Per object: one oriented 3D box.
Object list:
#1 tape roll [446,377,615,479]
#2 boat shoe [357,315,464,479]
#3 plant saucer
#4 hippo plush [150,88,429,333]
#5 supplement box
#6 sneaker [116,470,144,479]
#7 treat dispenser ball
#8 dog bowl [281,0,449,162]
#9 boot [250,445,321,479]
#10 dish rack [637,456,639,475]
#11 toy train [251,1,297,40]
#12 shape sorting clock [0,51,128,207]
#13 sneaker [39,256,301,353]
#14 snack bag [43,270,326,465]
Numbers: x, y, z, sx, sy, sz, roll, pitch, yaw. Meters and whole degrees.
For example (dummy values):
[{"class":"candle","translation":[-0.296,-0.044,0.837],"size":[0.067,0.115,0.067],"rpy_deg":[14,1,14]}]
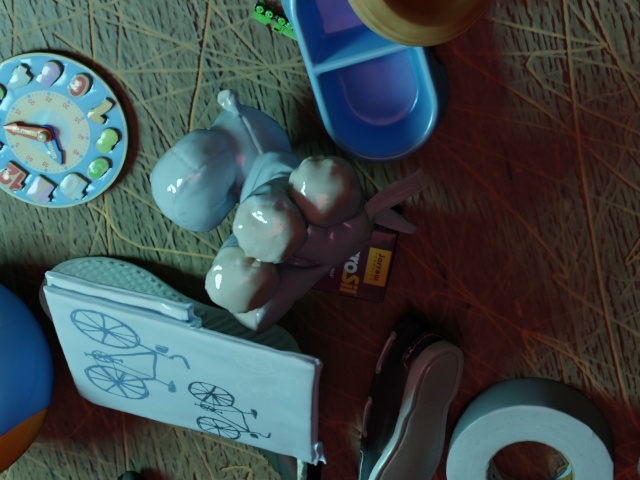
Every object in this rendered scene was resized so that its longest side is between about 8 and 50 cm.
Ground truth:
[{"class":"tape roll","translation":[0.276,0.291,2.028],"size":[0.219,0.072,0.219],"rpy_deg":[4,116,8]},{"class":"boat shoe","translation":[0.105,0.237,2.023],"size":[0.114,0.091,0.302],"rpy_deg":[-4,125,-39]},{"class":"plant saucer","translation":[0.117,-0.316,1.717],"size":[0.200,0.037,0.200],"rpy_deg":[-3,98,-23]},{"class":"hippo plush","translation":[-0.061,-0.072,1.754],"size":[0.236,0.294,0.234],"rpy_deg":[47,157,21]},{"class":"supplement box","translation":[0.000,0.000,1.926],"size":[0.188,0.081,0.104],"rpy_deg":[12,117,3]},{"class":"sneaker","translation":[-0.287,0.430,2.181],"size":[0.130,0.087,0.227],"rpy_deg":[-5,120,5]},{"class":"treat dispenser ball","translation":[-0.488,0.177,1.978],"size":[0.288,0.288,0.288],"rpy_deg":[4,116,8]},{"class":"dog bowl","translation":[0.053,-0.224,1.800],"size":[0.166,0.074,0.297],"rpy_deg":[-15,113,8]},{"class":"boot","translation":[-0.074,0.281,2.089],"size":[0.137,0.077,0.198],"rpy_deg":[0,103,14]},{"class":"dish rack","translation":[0.545,0.216,1.946],"size":[0.208,0.074,0.271],"rpy_deg":[22,117,-2]},{"class":"toy train","translation":[-0.044,-0.258,1.844],"size":[0.083,0.017,0.023],"rpy_deg":[28,127,-5]},{"class":"shape sorting clock","translation":[-0.344,-0.136,1.940],"size":[0.206,0.040,0.206],"rpy_deg":[4,117,8]},{"class":"sneaker","translation":[-0.197,0.144,2.008],"size":[0.366,0.135,0.150],"rpy_deg":[22,150,15]},{"class":"snack bag","translation":[-0.153,0.158,1.850],"size":[0.343,0.037,0.323],"rpy_deg":[15,152,8]}]
